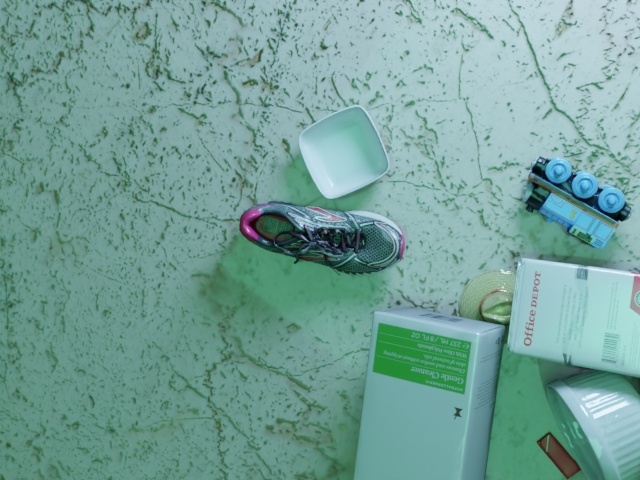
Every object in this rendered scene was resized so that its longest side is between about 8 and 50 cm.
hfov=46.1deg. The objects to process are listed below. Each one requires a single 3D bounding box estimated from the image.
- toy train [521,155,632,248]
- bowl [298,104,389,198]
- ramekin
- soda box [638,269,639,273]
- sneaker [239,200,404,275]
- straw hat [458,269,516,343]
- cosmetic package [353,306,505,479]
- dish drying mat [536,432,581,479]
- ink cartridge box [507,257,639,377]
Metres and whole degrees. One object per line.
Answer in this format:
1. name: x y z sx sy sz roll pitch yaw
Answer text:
1. toy train: 0.427 -0.067 1.271 0.184 0.080 0.105 31 104 8
2. bowl: 0.044 -0.157 1.352 0.142 0.053 0.142 -25 89 11
3. ramekin: 0.464 0.306 1.219 0.109 0.207 0.207 -25 88 2
4. soda box: 0.659 0.134 1.227 0.286 0.091 0.098 18 96 10
5. sneaker: 0.000 0.000 1.338 0.299 0.112 0.121 7 94 10
6. straw hat: 0.313 0.119 1.308 0.144 0.061 0.145 1 93 11
7. cosmetic package: 0.182 0.310 1.275 0.197 0.155 0.366 7 93 29
8. dish drying mat: 0.420 0.380 1.326 0.032 0.008 0.083 -41 85 9
9. ink cartridge box: 0.421 0.119 1.202 0.217 0.092 0.159 8 92 22
